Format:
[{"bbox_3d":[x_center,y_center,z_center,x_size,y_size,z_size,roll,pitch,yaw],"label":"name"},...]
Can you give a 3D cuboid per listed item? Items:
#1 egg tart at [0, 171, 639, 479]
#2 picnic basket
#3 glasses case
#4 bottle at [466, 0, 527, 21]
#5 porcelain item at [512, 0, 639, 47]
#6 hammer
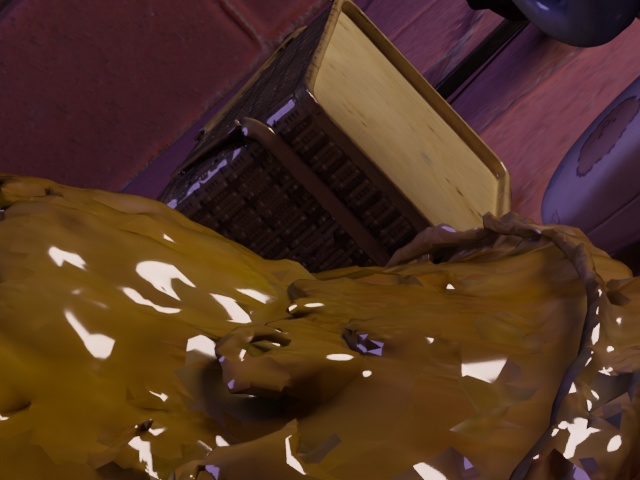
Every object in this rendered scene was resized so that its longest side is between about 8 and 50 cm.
[{"bbox_3d":[-0.113,0.118,0.442,0.443,0.178,0.443,-41,8,7],"label":"egg tart"},{"bbox_3d":[0.009,-0.017,0.737,0.079,0.115,0.164,-40,10,19],"label":"picnic basket"},{"bbox_3d":[0.133,-0.052,0.576,0.164,0.041,0.063,-39,9,27],"label":"glasses case"},{"bbox_3d":[0.121,-0.214,1.061,0.143,0.156,0.271,-12,18,24],"label":"bottle"},{"bbox_3d":[0.170,-0.164,0.655,0.259,0.141,0.141,-38,7,-13],"label":"porcelain item"},{"bbox_3d":[0.024,-0.042,1.114,0.292,0.029,0.058,-44,10,-14],"label":"hammer"}]
